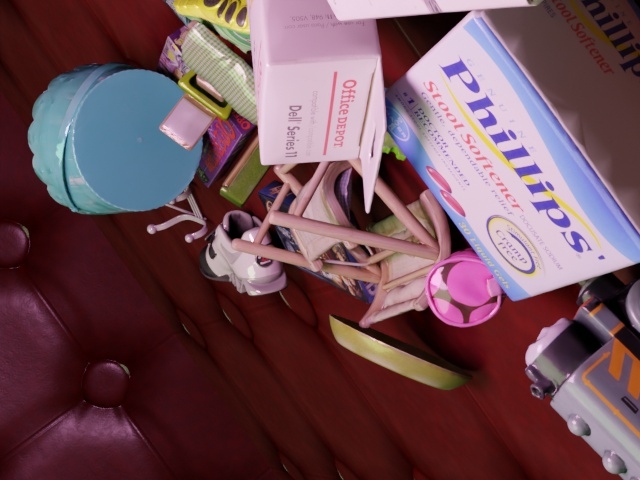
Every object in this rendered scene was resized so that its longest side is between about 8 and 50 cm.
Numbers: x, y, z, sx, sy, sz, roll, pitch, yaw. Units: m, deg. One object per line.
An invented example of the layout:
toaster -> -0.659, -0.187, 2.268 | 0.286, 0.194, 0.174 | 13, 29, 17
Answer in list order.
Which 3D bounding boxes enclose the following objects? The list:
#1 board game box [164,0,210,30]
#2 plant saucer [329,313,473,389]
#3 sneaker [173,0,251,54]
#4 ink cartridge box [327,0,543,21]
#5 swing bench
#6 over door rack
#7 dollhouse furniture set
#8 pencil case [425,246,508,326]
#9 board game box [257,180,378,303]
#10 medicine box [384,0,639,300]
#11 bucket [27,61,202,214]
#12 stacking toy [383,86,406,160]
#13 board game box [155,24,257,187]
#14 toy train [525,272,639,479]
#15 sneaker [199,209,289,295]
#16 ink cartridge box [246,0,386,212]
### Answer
board game box -> -0.214, -0.405, 1.821 | 0.126, 0.026, 0.186 | 48, 160, 16
plant saucer -> 0.117, 0.177, 1.833 | 0.241, 0.037, 0.241 | 23, -179, 0
sneaker -> -0.110, -0.304, 1.612 | 0.123, 0.109, 0.295 | 46, 178, -34
ink cartridge box -> 0.132, -0.280, 0.955 | 0.283, 0.207, 0.117 | 14, 139, 61
swing bench -> 0.040, -0.011, 1.680 | 0.255, 0.165, 0.253 | 31, 163, -10
over door rack -> -0.388, -0.145, 2.550 | 0.324, 0.108, 0.239 | 34, 152, 44
dollhouse furniture set -> -0.146, -0.172, 1.705 | 0.198, 0.151, 0.301 | 36, 175, -3
pencil case -> 0.195, 0.040, 1.369 | 0.098, 0.209, 0.095 | 2, 101, 23
board game box -> 0.000, 0.000, 1.994 | 0.243, 0.042, 0.165 | 24, 146, 55
medicine box -> 0.219, -0.102, 1.150 | 0.263, 0.149, 0.289 | 54, 162, 0
bucket -> -0.350, -0.174, 2.051 | 0.183, 0.281, 0.281 | 7, 131, 56
stacking toy -> 0.049, -0.184, 1.483 | 0.221, 0.052, 0.167 | 25, 162, -1
board game box -> -0.217, -0.228, 2.107 | 0.208, 0.056, 0.347 | 49, 161, 0
toy train -> 0.367, 0.184, 1.230 | 0.334, 0.190, 0.142 | 47, 159, 17
sneaker -> -0.156, 0.006, 2.293 | 0.330, 0.122, 0.146 | 12, 117, 64
ink cartridge box -> -0.014, -0.220, 1.270 | 0.207, 0.119, 0.353 | 98, 167, -63
